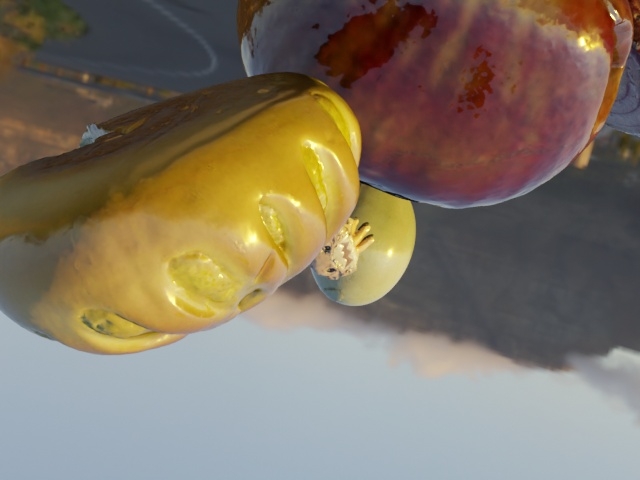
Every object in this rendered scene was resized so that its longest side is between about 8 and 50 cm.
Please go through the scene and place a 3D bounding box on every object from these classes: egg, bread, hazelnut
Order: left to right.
[{"bbox_3d":[-0.104,-0.022,0.888,0.333,0.160,0.333,-19,-163,6],"label":"bread"},{"bbox_3d":[0.072,-0.007,2.001,0.187,0.253,0.186,16,167,4],"label":"egg"},{"bbox_3d":[0.130,-0.245,1.273,0.429,0.402,0.402,29,-175,1],"label":"hazelnut"}]

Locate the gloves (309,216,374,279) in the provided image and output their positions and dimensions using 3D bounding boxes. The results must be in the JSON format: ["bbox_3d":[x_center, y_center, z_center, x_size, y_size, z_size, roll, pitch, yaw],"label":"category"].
[{"bbox_3d":[-0.002,0.005,1.700,0.144,0.094,0.110,-6,137,29],"label":"gloves"}]

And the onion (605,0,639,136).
[{"bbox_3d":[0.510,-0.352,1.856,0.336,0.260,0.282,47,160,4],"label":"onion"}]
